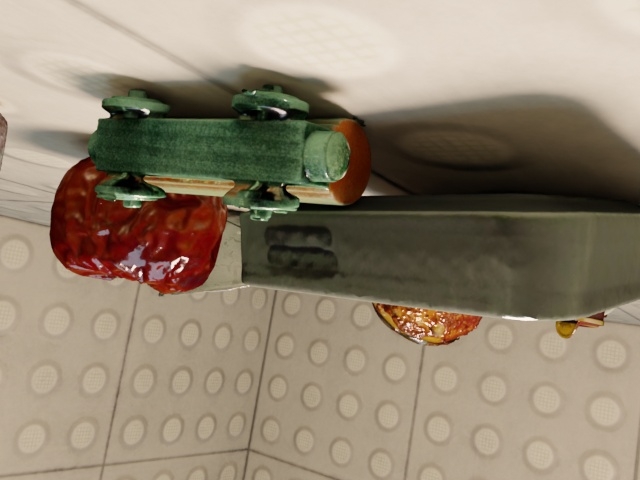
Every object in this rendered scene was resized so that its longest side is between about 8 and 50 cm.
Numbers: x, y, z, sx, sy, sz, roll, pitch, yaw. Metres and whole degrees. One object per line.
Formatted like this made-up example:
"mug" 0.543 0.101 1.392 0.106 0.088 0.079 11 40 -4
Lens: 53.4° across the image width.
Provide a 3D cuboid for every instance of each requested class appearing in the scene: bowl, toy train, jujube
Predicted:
"bowl" -0.190 0.026 1.336 0.314 0.146 0.313 -8 -179 0
"toy train" -0.087 -0.082 0.623 0.286 0.116 0.177 5 -176 28
"jujube" -0.253 -0.029 0.910 0.232 0.212 0.213 15 173 -4

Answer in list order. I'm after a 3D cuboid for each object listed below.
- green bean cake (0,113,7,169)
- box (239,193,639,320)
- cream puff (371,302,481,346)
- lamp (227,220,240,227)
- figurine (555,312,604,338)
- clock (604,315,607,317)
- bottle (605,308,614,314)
"green bean cake" -0.494 -0.137 0.718 0.233 0.097 0.199 6 173 30
"box" 0.165 0.005 0.718 0.396 0.111 0.397 4 -176 43
"cream puff" 0.210 0.094 1.254 0.240 0.240 0.164 10 142 -7
"lamp" -0.181 -0.048 1.199 0.121 0.054 0.041 9 173 5
"figurine" 0.442 0.095 1.111 0.098 0.154 0.082 19 170 -37
"clock" 0.568 0.137 1.608 0.319 0.080 0.318 7 177 0
"bottle" 0.505 0.096 1.243 0.104 0.104 0.245 10 173 -7
